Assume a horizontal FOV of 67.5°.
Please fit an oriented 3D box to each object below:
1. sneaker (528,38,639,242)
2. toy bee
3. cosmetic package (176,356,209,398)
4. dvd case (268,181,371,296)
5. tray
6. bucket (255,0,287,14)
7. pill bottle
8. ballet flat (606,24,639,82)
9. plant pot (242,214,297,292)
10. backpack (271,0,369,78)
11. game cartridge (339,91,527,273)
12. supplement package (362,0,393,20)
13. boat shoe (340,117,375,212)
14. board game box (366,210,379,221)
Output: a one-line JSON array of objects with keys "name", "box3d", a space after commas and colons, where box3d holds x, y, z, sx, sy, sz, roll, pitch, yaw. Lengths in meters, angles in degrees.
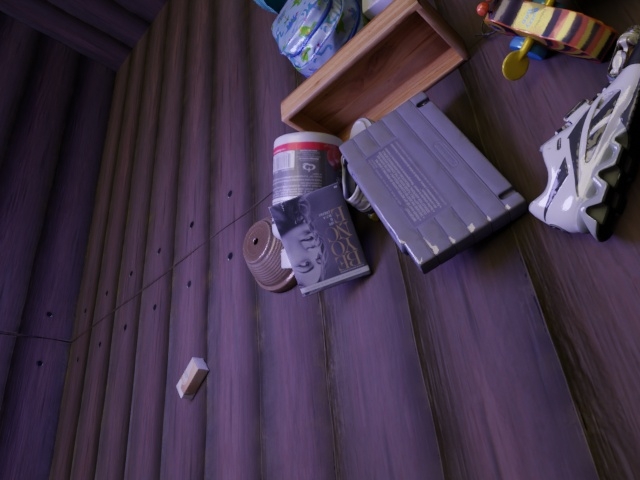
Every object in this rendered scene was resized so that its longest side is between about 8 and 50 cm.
[{"name": "sneaker", "box3d": [0.430, -0.173, 0.758, 0.146, 0.123, 0.330, 24, 91, 48]}, {"name": "toy bee", "box3d": [0.371, -0.398, 0.892, 0.298, 0.162, 0.195, 14, 95, 52]}, {"name": "cosmetic package", "box3d": [-0.392, 0.422, 1.469, 0.060, 0.041, 0.115, 40, 104, 49]}, {"name": "dvd case", "box3d": [0.000, 0.000, 1.075, 0.165, 0.221, 0.018, -20, 10, 3]}, {"name": "tray", "box3d": [0.116, -0.378, 1.137, 0.411, 0.203, 0.076, -32, 50, 35]}, {"name": "bucket", "box3d": [-0.112, -0.877, 1.576, 0.281, 0.281, 0.183, -58, 36, 12]}, {"name": "pill bottle", "box3d": [-0.029, -0.089, 1.171, 0.176, 0.177, 0.318, -4, 84, 47]}, {"name": "ballet flat", "box3d": [0.509, -0.315, 0.799, 0.041, 0.041, 0.114, 15, 84, 50]}, {"name": "plant pot", "box3d": [-0.134, 0.018, 1.312, 0.238, 0.110, 0.237, -22, 58, 40]}, {"name": "backpack", "box3d": [-0.001, -0.590, 1.346, 0.290, 0.274, 0.355, -39, 55, 25]}, {"name": "game cartridge", "box3d": [0.204, -0.125, 0.961, 0.230, 0.068, 0.354, -35, 55, 10]}, {"name": "supplement package", "box3d": [0.180, -0.668, 1.274, 0.105, 0.105, 0.179, -22, 58, 40]}, {"name": "boat shoe", "box3d": [0.093, -0.192, 1.121, 0.095, 0.084, 0.257, -29, 52, 39]}, {"name": "board game box", "box3d": [0.169, -0.181, 1.124, 0.259, 0.039, 0.124, -53, 42, 13]}]
